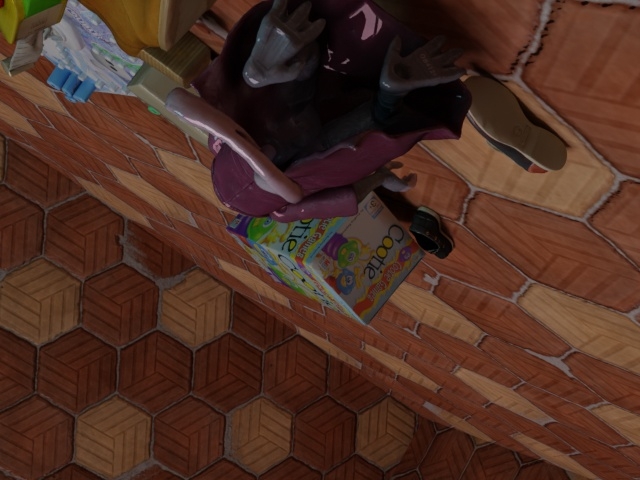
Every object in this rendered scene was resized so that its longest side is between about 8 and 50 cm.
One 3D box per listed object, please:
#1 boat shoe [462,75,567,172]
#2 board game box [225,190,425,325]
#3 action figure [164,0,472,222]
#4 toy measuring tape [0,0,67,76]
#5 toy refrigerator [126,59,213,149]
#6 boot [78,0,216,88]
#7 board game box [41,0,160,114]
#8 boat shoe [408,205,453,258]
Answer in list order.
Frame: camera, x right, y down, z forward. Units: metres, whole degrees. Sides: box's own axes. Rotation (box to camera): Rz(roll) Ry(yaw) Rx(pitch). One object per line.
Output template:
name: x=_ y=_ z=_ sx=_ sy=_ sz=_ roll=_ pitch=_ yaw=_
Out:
boat shoe: x=0.175 y=-0.107 z=0.837 sx=0.137 sy=0.049 sz=0.043 roll=32 pitch=170 yaw=-24
board game box: x=0.000 y=0.000 z=1.332 sx=0.142 sy=0.144 sz=0.275 roll=48 pitch=165 yaw=-29
action figure: x=-0.023 y=-0.078 z=0.850 sx=0.248 sy=0.275 sz=0.370 roll=41 pitch=152 yaw=-8
toy measuring tape: x=-0.335 y=-0.276 z=0.948 sx=0.121 sy=0.121 sz=0.330 roll=35 pitch=161 yaw=-16
toy refrigerator: x=-0.120 y=-0.164 z=1.199 sx=0.269 sy=0.094 sz=0.102 roll=37 pitch=173 yaw=-22
boot: x=-0.212 y=-0.287 z=0.930 sx=0.211 sy=0.104 sz=0.295 roll=38 pitch=162 yaw=3
board game box: x=-0.430 y=-0.332 z=1.355 sx=0.390 sy=0.050 sz=0.390 roll=16 pitch=160 yaw=48
boat shoe: x=0.159 y=-0.002 z=1.276 sx=0.049 sy=0.042 sz=0.133 roll=21 pitch=165 yaw=27
